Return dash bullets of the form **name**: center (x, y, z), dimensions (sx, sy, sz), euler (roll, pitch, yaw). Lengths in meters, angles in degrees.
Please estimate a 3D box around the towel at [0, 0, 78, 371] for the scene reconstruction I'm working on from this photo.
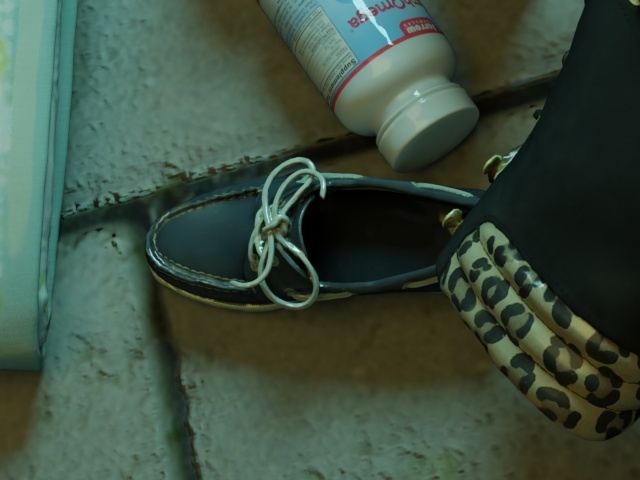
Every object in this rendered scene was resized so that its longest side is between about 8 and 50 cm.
- **towel**: center (-0.327, -0.107, 1.173), dimensions (0.320, 0.090, 0.374), euler (4, 90, -1)

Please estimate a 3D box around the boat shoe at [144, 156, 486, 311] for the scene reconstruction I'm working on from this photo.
- **boat shoe**: center (0.000, 0.000, 1.125), dimensions (0.254, 0.079, 0.095), euler (4, 80, 18)

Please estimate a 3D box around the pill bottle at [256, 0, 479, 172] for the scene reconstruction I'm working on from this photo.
- **pill bottle**: center (0.031, -0.125, 1.135), dimensions (0.087, 0.087, 0.160), euler (-37, 72, 8)

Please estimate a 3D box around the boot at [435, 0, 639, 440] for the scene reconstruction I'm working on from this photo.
- **boot**: center (0.166, -0.098, 0.977), dimensions (0.284, 0.138, 0.377), euler (-59, 31, 27)
